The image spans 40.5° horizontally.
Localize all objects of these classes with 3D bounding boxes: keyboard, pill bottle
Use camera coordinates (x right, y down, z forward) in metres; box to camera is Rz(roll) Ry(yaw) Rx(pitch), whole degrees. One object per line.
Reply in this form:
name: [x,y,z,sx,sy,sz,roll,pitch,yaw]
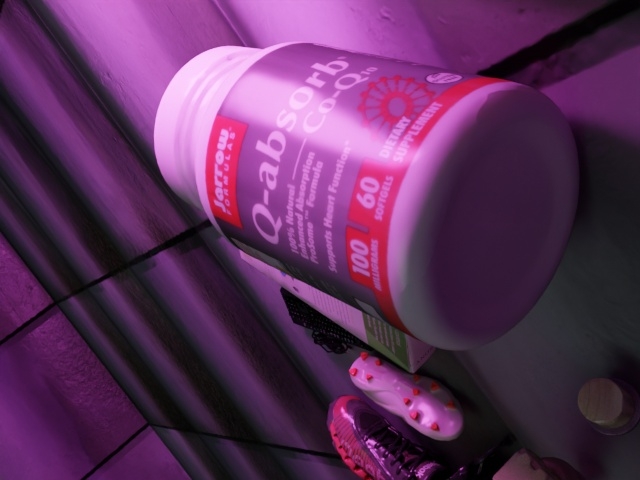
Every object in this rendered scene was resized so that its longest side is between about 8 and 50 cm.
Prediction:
keyboard: [0.005,0.127,1.244,0.192,0.038,0.100,13,136,53]
pill bottle: [0.020,-0.061,0.766,0.362,0.210,0.210,23,143,44]

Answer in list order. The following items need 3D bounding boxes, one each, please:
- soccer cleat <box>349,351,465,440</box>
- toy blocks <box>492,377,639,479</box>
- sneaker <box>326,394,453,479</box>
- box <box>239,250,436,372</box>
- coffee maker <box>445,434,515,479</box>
soccer cleat: [0.119,0.208,1.145,0.196,0.068,0.076,26,160,44]
toy blocks: [0.313,0.311,0.839,0.288,0.309,0.260,47,-170,35]
sneaker: [0.117,0.328,1.267,0.276,0.097,0.135,53,140,18]
box: [0.000,0.000,1.064,0.322,0.058,0.232,33,149,35]
coffee maker: [0.222,0.366,1.075,0.178,0.120,0.171,55,156,22]
